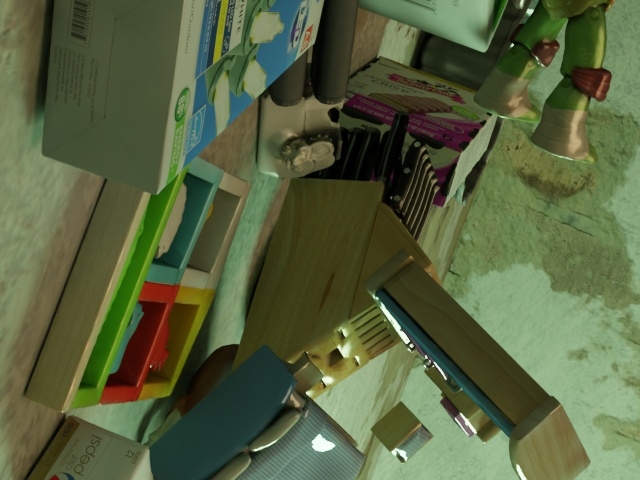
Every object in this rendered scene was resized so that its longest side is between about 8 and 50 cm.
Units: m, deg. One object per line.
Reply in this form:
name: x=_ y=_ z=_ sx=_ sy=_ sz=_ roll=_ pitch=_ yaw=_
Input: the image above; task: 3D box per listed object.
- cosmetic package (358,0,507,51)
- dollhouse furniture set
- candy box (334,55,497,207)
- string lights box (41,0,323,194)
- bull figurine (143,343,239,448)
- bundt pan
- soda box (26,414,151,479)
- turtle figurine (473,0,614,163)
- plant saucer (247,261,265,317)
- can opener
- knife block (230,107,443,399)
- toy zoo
cosmetic package: x=0.153 y=-0.393 z=1.217 sx=0.197 sy=0.155 sz=0.365 roll=61 pitch=52 yaw=-75
dollhouse furniture set: x=0.049 y=0.215 z=1.110 sx=0.303 sy=0.198 sz=0.286 roll=-40 pitch=145 yaw=-3
candy box: x=0.097 y=-0.125 z=1.427 sx=0.233 sy=0.159 sz=0.071 roll=-47 pitch=157 yaw=-65
string lights box: x=-0.068 y=-0.147 z=0.787 sx=0.259 sy=0.077 sz=0.133 roll=-53 pitch=160 yaw=-56
bull figurine: x=-0.097 y=0.242 z=1.282 sx=0.188 sy=0.101 sz=0.310 roll=-54 pitch=151 yaw=-49
bundt pan: x=0.206 y=-0.223 z=1.871 sx=0.331 sy=0.124 sz=0.330 roll=21 pitch=90 yaw=-78
soda box: x=-0.172 y=0.224 z=0.995 sx=0.216 sy=0.069 sz=0.074 roll=97 pitch=17 yaw=-53
turtle figurine: x=0.271 y=-0.218 z=1.196 sx=0.275 sy=0.198 sz=0.266 roll=-33 pitch=148 yaw=-63
plant saucer: x=-0.036 y=0.046 z=1.421 sx=0.198 sy=0.036 sz=0.198 roll=21 pitch=90 yaw=-80
can opener: x=-0.015 y=-0.154 z=1.107 sx=0.280 sy=0.074 sz=0.093 roll=99 pitch=-18 yaw=-55
knife block: x=0.000 y=0.000 z=1.229 sx=0.276 sy=0.242 sz=0.088 roll=-33 pitch=144 yaw=-4
toy zoo: x=-0.121 y=0.029 z=0.984 sx=0.293 sy=0.030 sz=0.192 roll=25 pitch=85 yaw=-79
